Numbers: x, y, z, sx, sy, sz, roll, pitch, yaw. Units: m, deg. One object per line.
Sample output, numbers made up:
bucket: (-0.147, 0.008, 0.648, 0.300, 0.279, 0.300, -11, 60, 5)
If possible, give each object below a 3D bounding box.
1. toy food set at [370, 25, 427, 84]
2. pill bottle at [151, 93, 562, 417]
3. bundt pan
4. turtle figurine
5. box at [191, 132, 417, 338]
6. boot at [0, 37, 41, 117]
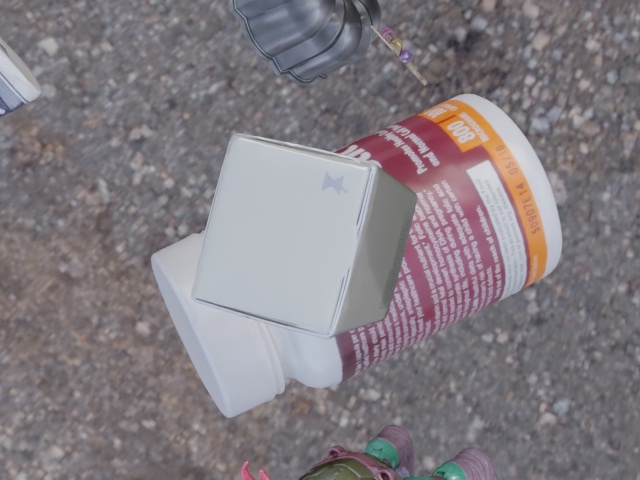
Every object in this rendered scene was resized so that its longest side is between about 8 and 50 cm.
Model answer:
toy food set: (0.117, -0.279, 1.796, 0.019, 0.122, 0.078, -43, 62, 8)
pill bottle: (0.036, 0.017, 1.303, 0.392, 0.224, 0.224, -26, 113, -13)
bundt pan: (-0.010, -0.408, 1.850, 0.124, 0.331, 0.331, -12, 114, 33)
turtle figurine: (0.026, 0.207, 0.888, 0.175, 0.234, 0.118, 30, 121, 27)
box: (0.000, 0.000, 0.850, 0.094, 0.275, 0.113, 14, 89, 10)
boot: (-0.367, -0.189, 1.220, 0.086, 0.069, 0.190, -33, 128, 3)
